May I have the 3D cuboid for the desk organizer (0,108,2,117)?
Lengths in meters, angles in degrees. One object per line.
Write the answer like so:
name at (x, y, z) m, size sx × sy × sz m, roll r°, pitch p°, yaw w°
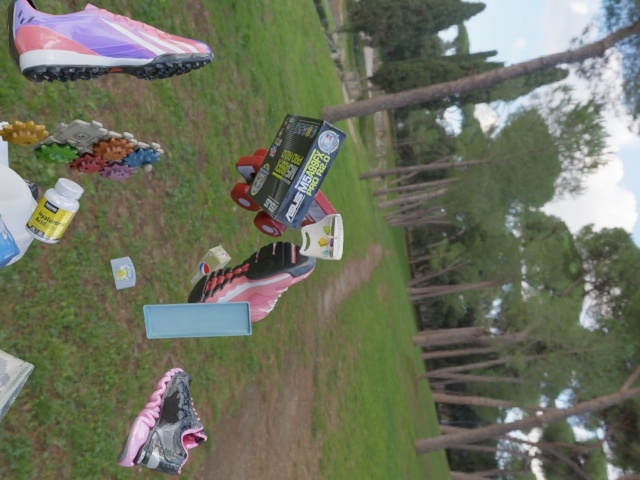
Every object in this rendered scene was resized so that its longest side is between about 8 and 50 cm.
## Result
desk organizer at (-0.997, -0.395, 1.579) m, size 0.130 × 0.047 × 0.050 m, roll 45°, pitch -63°, yaw 37°

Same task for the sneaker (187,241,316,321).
sneaker at (-0.135, 0.107, 1.169) m, size 0.136 × 0.314 × 0.116 m, roll 56°, pitch 23°, yaw -31°

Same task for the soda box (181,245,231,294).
soda box at (-0.365, 0.098, 1.672) m, size 0.058 × 0.181 × 0.061 m, roll 49°, pitch 29°, yaw 9°

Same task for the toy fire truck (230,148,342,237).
toy fire truck at (-0.095, -0.136, 1.528) m, size 0.302 × 0.254 × 0.169 m, roll 52°, pitch 54°, yaw -42°

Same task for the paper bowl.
paper bowl at (-0.765, -0.082, 1.158) m, size 0.284 × 0.148 × 0.284 m, roll 38°, pitch 18°, yaw -15°

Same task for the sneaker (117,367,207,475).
sneaker at (-0.119, 0.149, 0.431) m, size 0.119 × 0.057 × 0.047 m, roll -86°, pitch -162°, yaw -75°

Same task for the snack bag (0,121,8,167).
snack bag at (-1.050, -0.175, 1.586) m, size 0.342 × 0.037 × 0.323 m, roll -66°, pitch 168°, yaw -67°

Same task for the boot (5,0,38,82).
boot at (-0.754, -0.524, 1.346) m, size 0.106 × 0.082 × 0.219 m, roll -26°, pitch -98°, yaw 53°

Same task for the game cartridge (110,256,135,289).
game cartridge at (-0.537, 0.088, 1.438) m, size 0.017 × 0.056 × 0.083 m, roll 180°, pitch -102°, yaw -78°

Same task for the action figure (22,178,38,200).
action figure at (-0.907, -0.165, 1.394) m, size 0.185 × 0.285 × 0.099 m, roll -66°, pitch -171°, yaw -20°

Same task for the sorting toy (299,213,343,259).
sorting toy at (0.000, 0.000, 0.931) m, size 0.045 × 0.075 × 0.083 m, roll 57°, pitch 34°, yaw -66°

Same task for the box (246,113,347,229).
box at (-0.062, -0.158, 1.132) m, size 0.216 × 0.060 × 0.270 m, roll -61°, pitch -156°, yaw 6°

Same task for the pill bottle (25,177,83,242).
pill bottle at (-0.501, -0.058, 0.997) m, size 0.116 × 0.065 × 0.065 m, roll -55°, pitch 178°, yaw 9°

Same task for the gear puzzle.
gear puzzle at (-0.503, -0.189, 1.121) m, size 0.339 × 0.176 × 0.044 m, roll 14°, pitch 59°, yaw -60°

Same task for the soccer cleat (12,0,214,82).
soccer cleat at (-0.326, -0.330, 0.866) m, size 0.109 × 0.318 × 0.116 m, roll 0°, pitch -78°, yaw 54°

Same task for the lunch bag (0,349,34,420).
lunch bag at (-0.495, 0.208, 0.544) m, size 0.235 × 0.169 × 0.287 m, roll 34°, pitch 19°, yaw -14°

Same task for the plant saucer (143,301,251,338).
plant saucer at (-0.224, 0.144, 0.965) m, size 0.018 × 0.192 × 0.067 m, roll -93°, pitch -179°, yaw -73°

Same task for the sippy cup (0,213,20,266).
sippy cup at (-0.615, -0.021, 0.822) m, size 0.224 × 0.240 × 0.305 m, roll 57°, pitch 36°, yaw -14°
